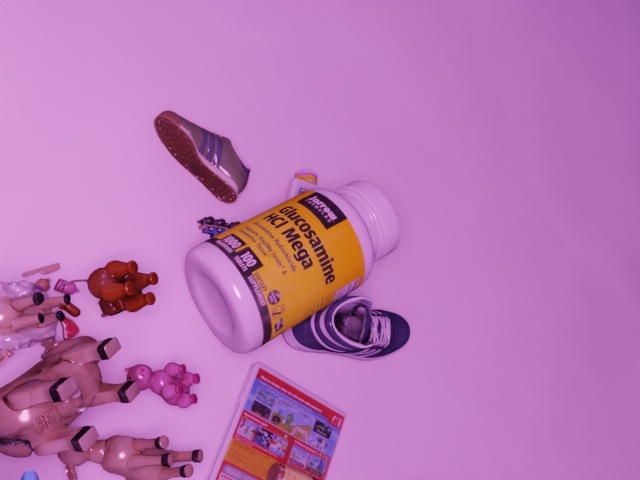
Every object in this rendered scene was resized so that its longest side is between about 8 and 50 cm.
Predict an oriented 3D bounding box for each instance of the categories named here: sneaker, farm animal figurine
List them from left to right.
[{"bbox_3d":[-0.317,0.202,0.958,0.327,0.172,0.330,-12,90,-68],"label":"farm animal figurine"},{"bbox_3d":[-0.197,-0.158,1.246,0.192,0.064,0.086,48,46,-15],"label":"sneaker"},{"bbox_3d":[0.088,0.159,1.295,0.282,0.153,0.099,7,72,-36],"label":"sneaker"}]

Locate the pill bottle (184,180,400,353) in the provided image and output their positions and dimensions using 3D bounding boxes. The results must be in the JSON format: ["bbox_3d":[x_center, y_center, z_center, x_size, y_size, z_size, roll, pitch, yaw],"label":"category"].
[{"bbox_3d":[-0.037,0.028,1.186,0.334,0.188,0.187,-29,94,-28],"label":"pill bottle"}]

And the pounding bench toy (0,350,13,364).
[{"bbox_3d":[-0.445,0.155,0.939,0.052,0.083,0.065,49,52,-14],"label":"pounding bench toy"}]

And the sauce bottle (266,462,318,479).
[{"bbox_3d":[-0.027,0.401,1.170,0.128,0.042,0.042,34,58,-26],"label":"sauce bottle"}]

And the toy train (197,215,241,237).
[{"bbox_3d":[-0.143,-0.014,1.260,0.158,0.027,0.036,10,81,-35],"label":"toy train"}]

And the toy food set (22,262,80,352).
[{"bbox_3d":[-0.383,0.095,1.046,0.078,0.019,0.122,-20,88,-39],"label":"toy food set"}]

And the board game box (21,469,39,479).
[{"bbox_3d":[-0.513,0.364,0.687,0.390,0.050,0.389,16,110,-32],"label":"board game box"}]

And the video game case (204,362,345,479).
[{"bbox_3d":[-0.080,0.373,1.183,0.204,0.025,0.285,35,58,-23],"label":"video game case"}]

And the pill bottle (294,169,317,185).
[{"bbox_3d":[-0.030,-0.088,1.356,0.043,0.043,0.083,18,66,-32],"label":"pill bottle"}]

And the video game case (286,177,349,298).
[{"bbox_3d":[0.000,0.000,1.334,0.173,0.022,0.190,17,82,-32],"label":"video game case"}]
